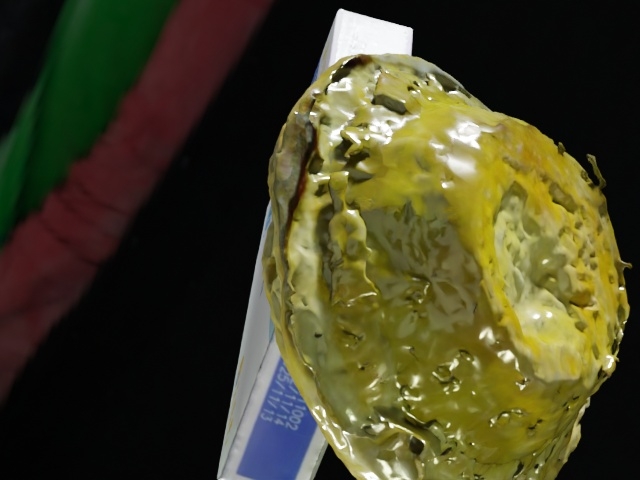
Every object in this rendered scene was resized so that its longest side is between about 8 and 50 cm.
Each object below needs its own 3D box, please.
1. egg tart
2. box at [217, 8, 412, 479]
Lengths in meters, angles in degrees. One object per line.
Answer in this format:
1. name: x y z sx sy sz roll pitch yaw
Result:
1. egg tart: 0.088 0.021 1.058 0.116 0.295 0.294 -15 -122 39
2. box: 0.000 0.000 1.346 0.343 0.065 0.200 -82 -169 -55
